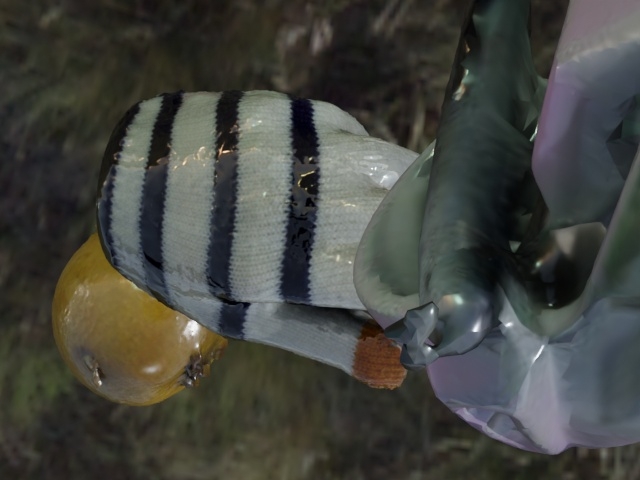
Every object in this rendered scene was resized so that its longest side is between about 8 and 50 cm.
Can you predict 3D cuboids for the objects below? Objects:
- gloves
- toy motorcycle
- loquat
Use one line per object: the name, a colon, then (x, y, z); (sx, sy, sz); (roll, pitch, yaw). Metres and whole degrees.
gloves: (-0.003, -0.010, 1.046); (0.219, 0.140, 0.131); (8, 153, 21)
toy motorcycle: (0.095, -0.050, 0.362); (0.188, 0.143, 0.327); (7, 133, 12)
loquat: (-0.129, 0.050, 1.389); (0.141, 0.141, 0.141); (5, 135, 5)
